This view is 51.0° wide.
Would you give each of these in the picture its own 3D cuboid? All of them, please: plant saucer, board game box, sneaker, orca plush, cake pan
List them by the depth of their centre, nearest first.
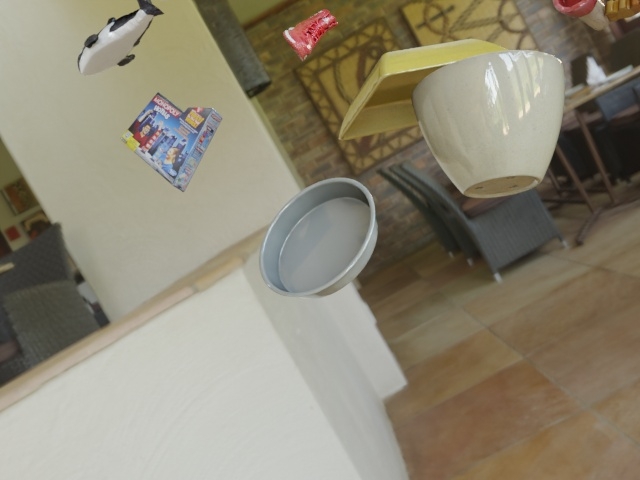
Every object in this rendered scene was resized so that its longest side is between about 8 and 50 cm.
[{"bbox_3d":[0.000,0.000,1.428,0.293,0.054,0.293,-22,48,26],"label":"cake pan"},{"bbox_3d":[-0.332,-0.247,1.557,0.194,0.194,0.060,-50,-20,-1],"label":"board game box"},{"bbox_3d":[0.223,-0.365,1.583,0.333,0.081,0.333,-15,-11,-20],"label":"plant saucer"},{"bbox_3d":[-0.539,-0.551,1.741,0.151,0.102,0.287,-4,-27,-46],"label":"orca plush"},{"bbox_3d":[-0.023,-0.552,1.755,0.128,0.087,0.221,-33,28,15],"label":"sneaker"}]

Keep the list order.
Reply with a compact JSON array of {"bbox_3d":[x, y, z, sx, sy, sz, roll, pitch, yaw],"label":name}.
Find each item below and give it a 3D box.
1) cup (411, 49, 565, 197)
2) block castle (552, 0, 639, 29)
[{"bbox_3d":[0.376,-0.227,1.461,0.331,0.236,0.331,-5,-11,-1],"label":"cup"},{"bbox_3d":[0.639,-0.694,1.370,0.303,0.453,0.213,-5,-12,43],"label":"block castle"}]
